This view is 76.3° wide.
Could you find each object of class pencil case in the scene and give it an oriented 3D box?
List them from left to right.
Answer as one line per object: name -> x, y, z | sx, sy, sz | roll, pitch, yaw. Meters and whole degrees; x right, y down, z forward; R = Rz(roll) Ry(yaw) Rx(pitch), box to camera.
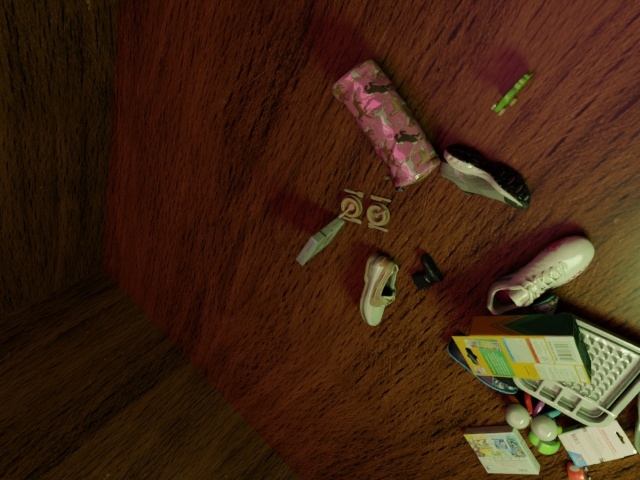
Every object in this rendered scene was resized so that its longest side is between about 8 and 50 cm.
pencil case -> 0.193, -0.340, 1.208 | 0.167, 0.160, 0.386 | -32, 93, 14

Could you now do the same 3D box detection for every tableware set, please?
tableware set -> 0.152, -0.103, 1.450 | 0.194, 0.039, 0.128 | 19, 124, 29

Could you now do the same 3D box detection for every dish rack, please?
dish rack -> 0.774, 0.376, 1.218 | 0.285, 0.072, 0.333 | 27, 128, 24

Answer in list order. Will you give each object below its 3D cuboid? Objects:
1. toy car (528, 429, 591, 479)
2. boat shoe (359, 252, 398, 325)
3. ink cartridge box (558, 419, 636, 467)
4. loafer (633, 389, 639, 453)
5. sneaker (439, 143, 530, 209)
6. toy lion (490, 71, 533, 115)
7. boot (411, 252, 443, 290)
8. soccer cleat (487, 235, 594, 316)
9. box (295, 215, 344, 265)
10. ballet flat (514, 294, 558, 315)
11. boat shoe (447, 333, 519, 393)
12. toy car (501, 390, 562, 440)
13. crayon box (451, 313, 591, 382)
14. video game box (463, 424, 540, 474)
toy car -> 0.825, 0.728, 1.387 | 0.224, 0.053, 0.239 | 20, 125, 28
boat shoe -> 0.221, 0.199, 1.516 | 0.103, 0.113, 0.303 | 21, 125, 34
ink cartridge box -> 0.858, 0.621, 1.264 | 0.180, 0.060, 0.104 | -39, 65, 34
loafer -> 0.943, 0.512, 1.147 | 0.087, 0.094, 0.251 | 5, 117, 40
sneaker -> 0.460, -0.167, 1.149 | 0.271, 0.100, 0.108 | 38, 142, 22
toy lion -> 0.481, -0.369, 1.010 | 0.034, 0.100, 0.096 | 45, 152, 11
boot -> 0.358, 0.112, 1.411 | 0.099, 0.045, 0.121 | -32, 93, 47
soccer cleat -> 0.611, 0.117, 1.147 | 0.116, 0.143, 0.331 | 45, 133, 6
box -> 0.000, 0.000, 1.522 | 0.038, 0.186, 0.145 | 43, 132, 7
ballet flat -> 0.640, 0.203, 1.187 | 0.070, 0.070, 0.188 | 45, 168, 9
boat shoe -> 0.558, 0.420, 1.386 | 0.258, 0.109, 0.089 | 29, 125, 19
toy car -> 0.704, 0.562, 1.346 | 0.181, 0.159, 0.136 | 17, 87, 30
crayon box -> 0.582, 0.313, 1.191 | 0.322, 0.083, 0.203 | -11, 125, 40
video game box -> 0.680, 0.791, 1.539 | 0.205, 0.048, 0.187 | -30, 96, 43
